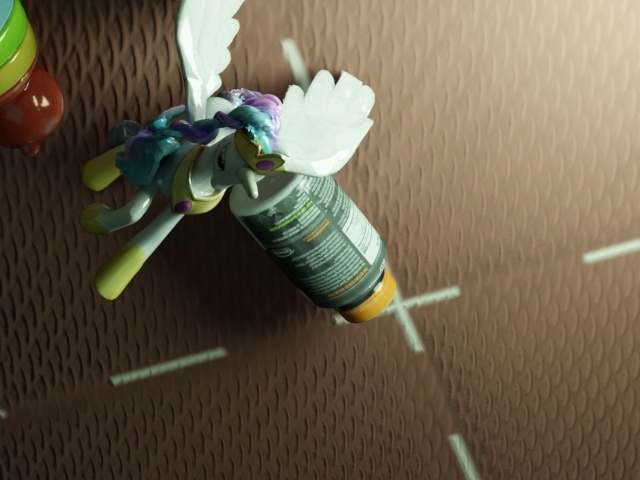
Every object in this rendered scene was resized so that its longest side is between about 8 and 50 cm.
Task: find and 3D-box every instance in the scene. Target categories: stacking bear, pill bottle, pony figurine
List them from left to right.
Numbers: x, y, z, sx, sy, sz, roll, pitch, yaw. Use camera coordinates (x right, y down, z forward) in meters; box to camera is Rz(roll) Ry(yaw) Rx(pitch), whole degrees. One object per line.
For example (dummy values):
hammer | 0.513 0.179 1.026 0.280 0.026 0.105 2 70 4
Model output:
stacking bear | -0.412 -0.223 1.978 0.164 0.175 0.289 -15 136 19
pony figurine | -0.125 -0.125 1.971 0.303 0.351 0.363 41 136 -23
pill bottle | 0.000 0.000 2.162 0.130 0.130 0.246 -28 122 19
